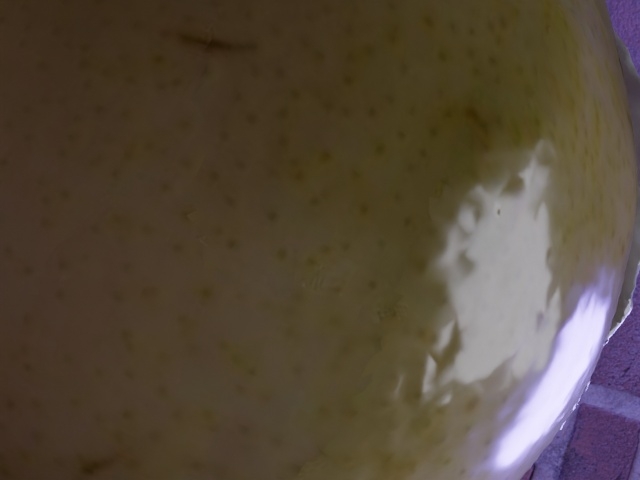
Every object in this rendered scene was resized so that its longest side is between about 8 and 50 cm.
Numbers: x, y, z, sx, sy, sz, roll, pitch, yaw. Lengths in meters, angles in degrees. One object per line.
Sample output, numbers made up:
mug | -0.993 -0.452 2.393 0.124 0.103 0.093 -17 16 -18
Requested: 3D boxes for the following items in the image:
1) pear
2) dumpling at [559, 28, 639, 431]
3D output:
pear | -0.035 -0.028 0.473 0.309 0.309 0.309 15 90 -85
dumpling | 0.000 0.000 0.689 0.315 0.395 0.233 57 2 38
